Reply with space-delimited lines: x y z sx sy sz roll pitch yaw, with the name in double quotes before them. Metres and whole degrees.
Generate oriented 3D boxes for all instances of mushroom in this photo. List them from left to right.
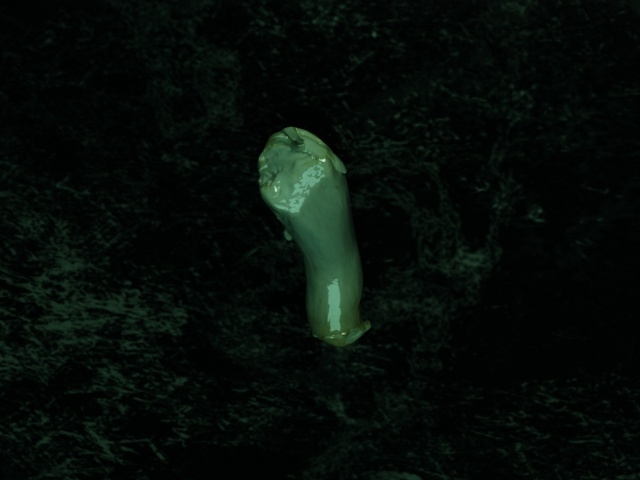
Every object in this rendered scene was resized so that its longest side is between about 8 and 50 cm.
"mushroom" 0.000 -0.002 1.468 0.099 0.096 0.278 -7 124 13
